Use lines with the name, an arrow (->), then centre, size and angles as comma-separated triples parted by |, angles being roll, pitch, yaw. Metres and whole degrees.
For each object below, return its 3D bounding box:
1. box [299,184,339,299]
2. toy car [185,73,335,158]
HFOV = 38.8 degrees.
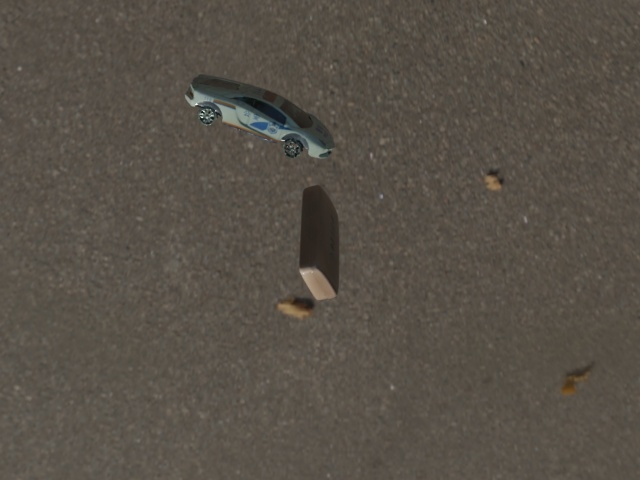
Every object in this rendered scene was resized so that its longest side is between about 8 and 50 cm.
box -> 0.000, 0.000, 0.837 | 0.025, 0.115, 0.048 | -15, 131, 14
toy car -> -0.075, -0.163, 1.176 | 0.204, 0.095, 0.056 | 20, 114, -2
